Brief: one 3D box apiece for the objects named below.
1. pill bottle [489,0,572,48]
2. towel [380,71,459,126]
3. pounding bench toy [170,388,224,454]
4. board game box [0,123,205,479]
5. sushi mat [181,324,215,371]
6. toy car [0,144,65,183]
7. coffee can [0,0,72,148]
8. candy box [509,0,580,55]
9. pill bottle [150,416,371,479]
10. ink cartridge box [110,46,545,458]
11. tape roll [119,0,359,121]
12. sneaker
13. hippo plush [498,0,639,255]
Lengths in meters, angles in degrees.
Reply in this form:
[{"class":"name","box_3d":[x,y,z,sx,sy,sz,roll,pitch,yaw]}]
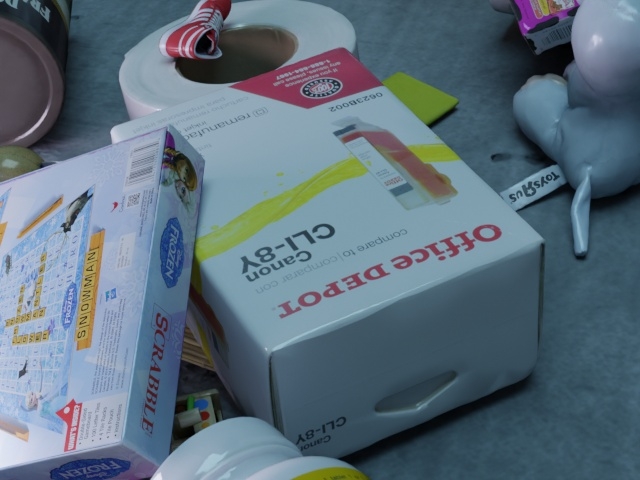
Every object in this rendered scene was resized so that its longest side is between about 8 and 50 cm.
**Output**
[{"class":"pill bottle","box_3d":[0.380,-0.316,1.593,0.323,0.181,0.181,16,44,24]},{"class":"towel","box_3d":[0.052,-0.127,1.535,0.102,0.021,0.237,32,52,32]},{"class":"pounding bench toy","box_3d":[-0.112,0.162,1.155,0.052,0.083,0.065,-11,41,-6]},{"class":"board game box","box_3d":[-0.263,0.078,1.142,0.318,0.066,0.319,-15,51,25]},{"class":"sushi mat","box_3d":[-0.080,0.078,1.303,0.316,0.019,0.151,16,43,24]},{"class":"toy car","box_3d":[-0.347,-0.051,1.404,0.188,0.155,0.149,8,40,-2]},{"class":"coffee can","box_3d":[-0.414,-0.264,1.613,0.201,0.201,0.275,-7,39,-2]},{"class":"candy box","box_3d":[0.323,-0.335,1.480,0.233,0.071,0.159,-22,70,17]},{"class":"pill bottle","box_3d":[0.013,0.276,0.922,0.188,0.188,0.334,-28,45,-25]},{"class":"ink cartridge box","box_3d":[0.000,0.000,1.246,0.279,0.160,0.385,-21,43,-18]},{"class":"tape roll","box_3d":[-0.092,-0.181,1.531,0.286,0.100,0.286,-7,35,5]},{"class":"sneaker","box_3d":[-0.128,-0.249,1.512,0.067,0.042,0.118,15,50,38]},{"class":"hippo plush","box_3d":[0.308,-0.186,1.402,0.294,0.237,0.234,-29,45,-25]}]
